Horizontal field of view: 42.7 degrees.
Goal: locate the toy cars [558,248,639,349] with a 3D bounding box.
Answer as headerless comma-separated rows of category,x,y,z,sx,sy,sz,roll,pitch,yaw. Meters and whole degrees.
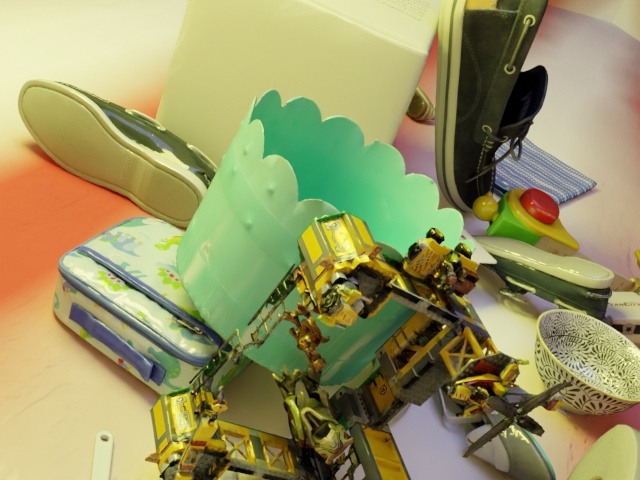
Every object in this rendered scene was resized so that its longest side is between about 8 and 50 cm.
toy cars,0.533,0.096,1.289,0.393,0.087,0.176,-21,32,-32

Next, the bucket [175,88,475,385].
bucket,0.000,0.000,0.843,0.281,0.183,0.281,30,25,-16

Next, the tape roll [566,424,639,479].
tape roll,0.249,0.274,0.710,0.072,0.219,0.219,28,30,7

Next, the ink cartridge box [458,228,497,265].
ink cartridge box,0.145,0.027,1.190,0.198,0.067,0.115,-2,38,-34

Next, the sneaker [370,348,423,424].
sneaker,0.054,0.111,0.990,0.151,0.094,0.256,9,39,15

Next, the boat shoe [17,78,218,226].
boat shoe,-0.270,-0.127,1.123,0.302,0.114,0.091,37,31,0

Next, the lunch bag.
lunch bag,-0.168,0.070,0.891,0.219,0.090,0.176,32,34,18

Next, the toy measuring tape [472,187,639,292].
toy measuring tape,0.394,-0.006,1.378,0.330,0.121,0.121,23,29,-16

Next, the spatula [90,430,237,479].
spatula,-0.133,0.254,0.686,0.168,0.019,0.242,12,32,-17

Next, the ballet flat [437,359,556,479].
ballet flat,0.185,0.211,0.940,0.068,0.072,0.213,-18,42,-12

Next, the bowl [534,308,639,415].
bowl,0.344,0.175,1.073,0.170,0.080,0.170,16,31,-10

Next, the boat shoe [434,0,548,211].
boat shoe,0.269,-0.212,1.279,0.156,0.500,0.187,10,55,14

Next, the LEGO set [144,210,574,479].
LEGO set,0.023,0.160,0.670,0.255,0.331,0.192,35,20,-37

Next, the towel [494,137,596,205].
towel,0.413,-0.155,1.693,0.243,0.040,0.336,39,33,24

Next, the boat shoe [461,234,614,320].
boat shoe,0.314,0.050,1.230,0.254,0.079,0.095,19,23,36

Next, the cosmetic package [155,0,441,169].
cosmetic package,-0.022,-0.260,1.276,0.327,0.329,0.394,24,31,1

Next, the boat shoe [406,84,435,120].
boat shoe,0.196,-0.323,1.802,0.072,0.068,0.190,13,39,-40
